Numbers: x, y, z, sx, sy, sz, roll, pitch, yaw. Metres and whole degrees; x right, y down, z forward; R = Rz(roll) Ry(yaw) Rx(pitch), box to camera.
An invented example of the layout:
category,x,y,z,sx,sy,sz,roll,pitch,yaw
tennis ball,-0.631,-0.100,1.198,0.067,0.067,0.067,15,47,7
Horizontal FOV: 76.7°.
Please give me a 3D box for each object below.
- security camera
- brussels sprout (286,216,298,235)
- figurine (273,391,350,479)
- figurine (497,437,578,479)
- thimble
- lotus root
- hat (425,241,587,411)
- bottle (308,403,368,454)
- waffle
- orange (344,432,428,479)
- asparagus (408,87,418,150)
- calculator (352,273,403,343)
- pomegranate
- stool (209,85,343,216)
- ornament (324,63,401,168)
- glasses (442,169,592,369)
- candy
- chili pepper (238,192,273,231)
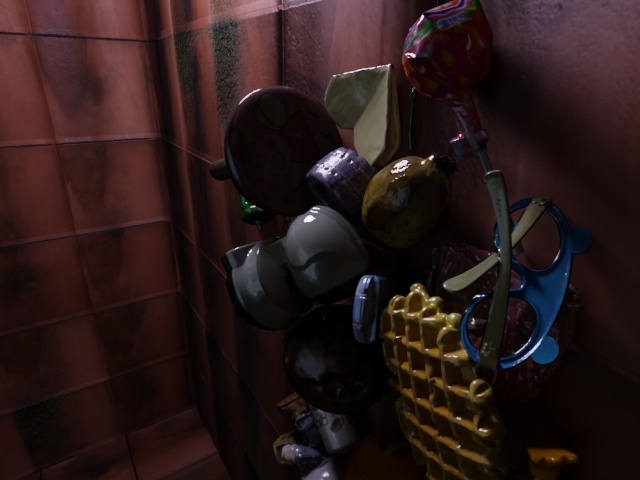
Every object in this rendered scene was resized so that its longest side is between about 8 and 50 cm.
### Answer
category,x,y,z,sx,sy,sz,roll,pitch,yaw
security camera,-0.031,0.052,0.799,0.277,0.197,0.191,-30,83,31
brussels sprout,0.003,0.002,0.951,0.149,0.122,0.152,-13,91,34
figurine,-0.009,0.610,1.104,0.186,0.261,0.382,-33,78,15
figurine,0.315,0.460,0.568,0.215,0.187,0.344,155,106,-68
thimble,0.051,-0.103,0.807,0.150,0.098,0.150,44,167,13
lotus root,0.144,-0.070,0.680,0.138,0.138,0.214,62,151,23
hat,0.247,0.158,0.623,0.236,0.107,0.286,31,124,52
bottle,0.022,0.415,1.073,0.253,0.120,0.120,63,146,22
waffle,0.167,0.227,0.615,0.283,0.065,0.309,100,155,-43
orange,0.151,0.514,0.835,0.219,0.193,0.219,-8,80,54
asparagus,0.163,-0.216,0.711,0.015,0.014,0.114,6,111,22
calculator,0.114,0.124,0.759,0.039,0.210,0.121,5,89,28
pomegranate,0.055,0.258,0.910,0.242,0.242,0.306,67,-168,15
stool,-0.101,-0.186,0.906,0.178,0.272,0.272,0,102,61
ornament,0.095,-0.255,0.771,0.201,0.059,0.180,61,145,20
glasses,0.211,0.019,0.487,0.102,0.207,0.239,3,62,59
candy,0.223,-0.150,0.576,0.124,0.124,0.365,-16,99,59
chili pepper,-0.212,-0.152,1.259,0.136,0.099,0.270,-34,68,48
